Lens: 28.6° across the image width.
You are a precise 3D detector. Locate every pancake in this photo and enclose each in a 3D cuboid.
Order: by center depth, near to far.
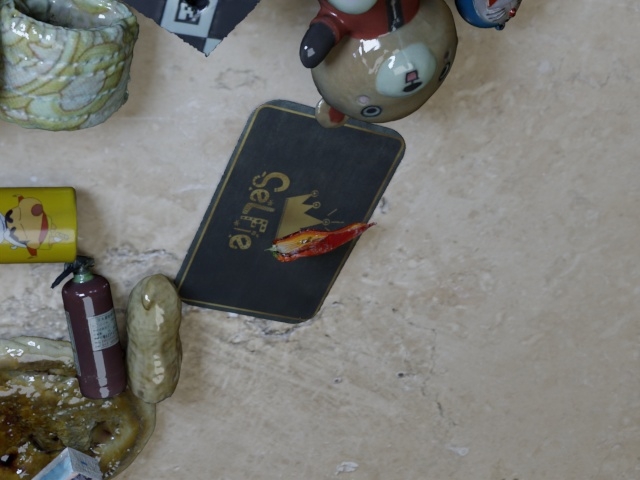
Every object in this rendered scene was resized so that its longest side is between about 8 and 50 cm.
[{"bbox_3d":[-0.424,0.283,1.927,0.356,0.065,0.356,-10,128,-13],"label":"pancake"}]

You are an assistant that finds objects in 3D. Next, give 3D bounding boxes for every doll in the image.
[{"bbox_3d":[0.065,-0.276,1.533,0.235,0.174,0.330,-33,147,-11],"label":"doll"},{"bbox_3d":[0.207,-0.334,1.604,0.114,0.085,0.152,-36,121,-16],"label":"doll"}]

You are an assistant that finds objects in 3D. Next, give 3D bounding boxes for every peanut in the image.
[{"bbox_3d":[-0.248,0.143,1.844,0.099,0.099,0.214,-6,124,-11],"label":"peanut"}]

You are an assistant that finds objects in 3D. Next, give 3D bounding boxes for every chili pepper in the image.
[{"bbox_3d":[0.000,0.000,1.789,0.178,0.045,0.027,-18,129,-22],"label":"chili pepper"}]

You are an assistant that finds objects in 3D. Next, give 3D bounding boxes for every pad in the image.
[{"bbox_3d":[-0.072,-0.020,1.787,0.314,0.063,0.375,12,123,-23],"label":"pad"}]

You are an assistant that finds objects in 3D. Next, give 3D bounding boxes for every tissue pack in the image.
[{"bbox_3d":[-0.393,0.372,1.927,0.094,0.059,0.074,-42,135,13],"label":"tissue pack"}]

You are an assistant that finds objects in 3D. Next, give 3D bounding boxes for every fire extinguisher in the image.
[{"bbox_3d":[-0.335,0.117,1.785,0.071,0.099,0.231,5,115,28],"label":"fire extinguisher"}]

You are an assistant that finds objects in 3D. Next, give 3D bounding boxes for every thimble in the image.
[{"bbox_3d":[-0.309,-0.219,1.517,0.190,0.137,0.144,0,128,-29],"label":"thimble"}]

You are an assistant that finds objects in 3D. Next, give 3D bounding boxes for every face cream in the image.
[{"bbox_3d":[-0.498,-0.019,1.643,0.348,0.105,0.105,-1,127,-14],"label":"face cream"}]

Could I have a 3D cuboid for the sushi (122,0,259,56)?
[{"bbox_3d":[-0.139,-0.378,1.335,0.294,0.059,0.292,-43,129,19],"label":"sushi"}]
